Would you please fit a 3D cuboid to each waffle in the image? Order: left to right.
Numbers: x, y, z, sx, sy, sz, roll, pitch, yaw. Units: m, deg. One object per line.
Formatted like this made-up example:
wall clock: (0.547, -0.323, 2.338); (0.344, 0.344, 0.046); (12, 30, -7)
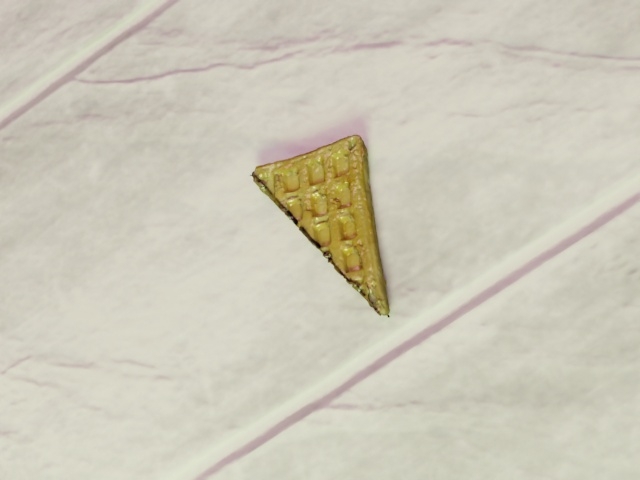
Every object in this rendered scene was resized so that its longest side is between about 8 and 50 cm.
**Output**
waffle: (0.000, 0.000, 1.098); (0.097, 0.023, 0.153); (-19, 62, 20)
